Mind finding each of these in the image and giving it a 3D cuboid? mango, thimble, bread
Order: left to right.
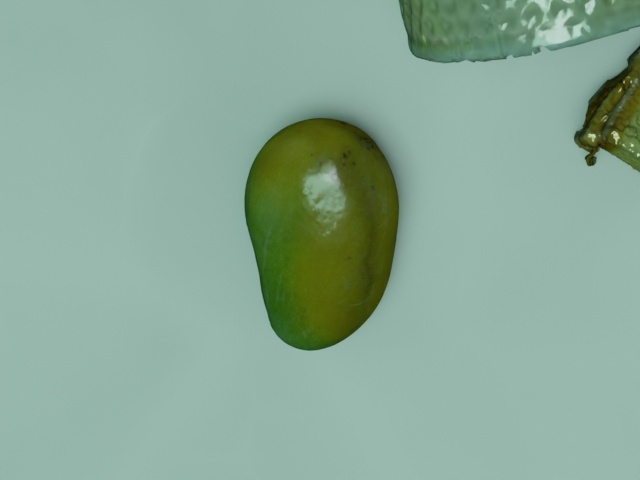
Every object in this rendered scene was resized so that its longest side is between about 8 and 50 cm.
[{"bbox_3d":[0.000,0.000,1.296,0.156,0.114,0.251,3,109,8],"label":"mango"},{"bbox_3d":[0.179,-0.255,1.072,0.271,0.271,0.150,-8,109,20],"label":"thimble"},{"bbox_3d":[0.322,-0.109,1.173,0.147,0.127,0.152,34,98,3],"label":"bread"}]
